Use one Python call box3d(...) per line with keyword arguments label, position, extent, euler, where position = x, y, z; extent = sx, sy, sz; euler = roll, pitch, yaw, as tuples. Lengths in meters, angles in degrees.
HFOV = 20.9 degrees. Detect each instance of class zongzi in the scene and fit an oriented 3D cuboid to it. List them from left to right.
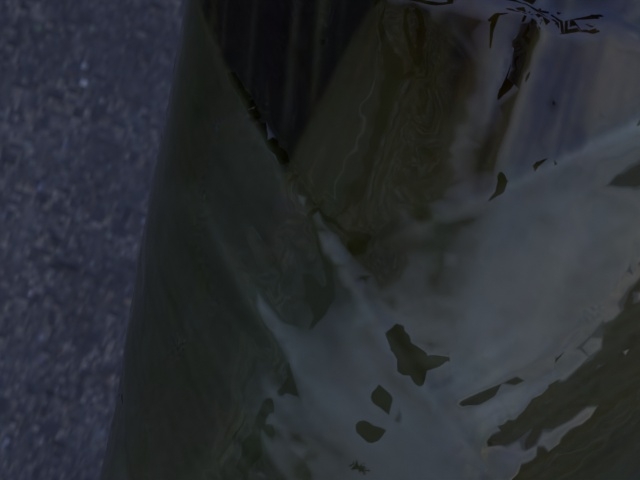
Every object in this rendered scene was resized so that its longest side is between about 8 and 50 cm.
box3d(label="zongzi", position=(0.000, 0.000, 0.382), extent=(0.154, 0.289, 0.317), euler=(21, 56, 33))
